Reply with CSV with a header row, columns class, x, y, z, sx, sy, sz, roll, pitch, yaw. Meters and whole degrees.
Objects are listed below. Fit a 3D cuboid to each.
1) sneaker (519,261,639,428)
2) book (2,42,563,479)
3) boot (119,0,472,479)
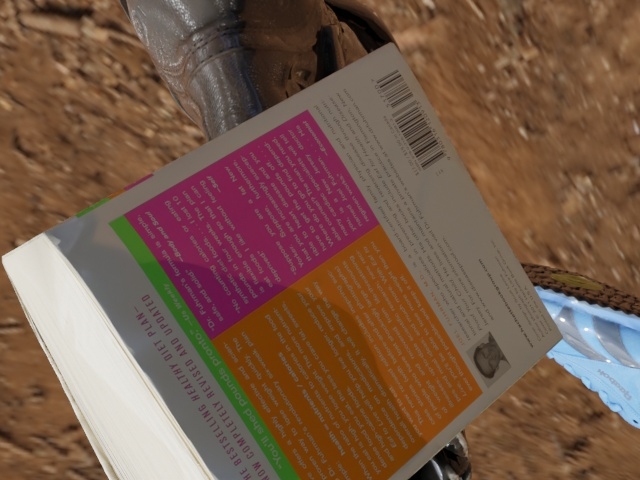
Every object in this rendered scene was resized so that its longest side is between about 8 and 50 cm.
class,x,y,z,sx,sy,sz,roll,pitch,yaw
sneaker,0.170,0.071,1.059,0.209,0.069,0.082,18,105,11
book,-0.002,0.015,0.468,0.035,0.144,0.096,-26,94,42
boot,0.000,0.000,0.684,0.091,0.263,0.229,-26,62,11
